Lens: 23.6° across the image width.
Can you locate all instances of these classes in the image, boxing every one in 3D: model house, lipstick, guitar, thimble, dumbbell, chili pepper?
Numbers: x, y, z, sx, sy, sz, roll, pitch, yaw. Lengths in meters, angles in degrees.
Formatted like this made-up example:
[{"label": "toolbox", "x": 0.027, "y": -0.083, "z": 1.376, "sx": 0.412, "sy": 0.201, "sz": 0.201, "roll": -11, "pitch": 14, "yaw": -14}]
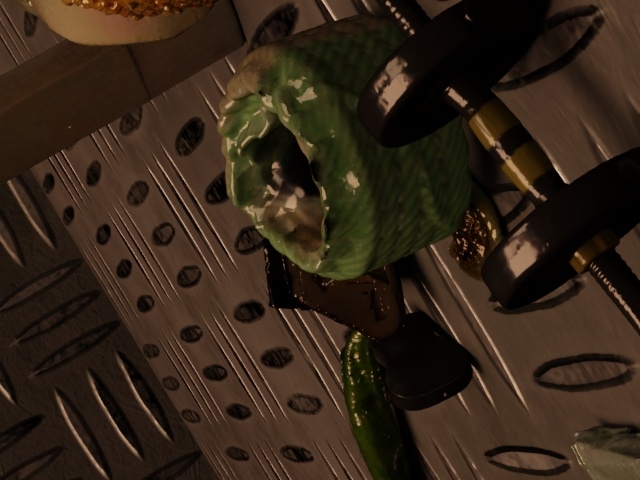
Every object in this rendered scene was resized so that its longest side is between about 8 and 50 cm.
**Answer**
[{"label": "model house", "x": 0.009, "y": -0.007, "z": 1.587, "sx": 0.164, "sy": 0.141, "sz": 0.203, "roll": -94, "pitch": -2, "yaw": -78}, {"label": "lipstick", "x": -0.257, "y": -0.156, "z": 1.589, "sx": 0.076, "sy": 0.371, "sz": 0.080, "roll": 39, "pitch": 154, "yaw": 51}, {"label": "guitar", "x": 0.077, "y": 0.091, "z": 1.613, "sx": 0.233, "sy": 0.088, "sz": 0.025, "roll": 55, "pitch": 167, "yaw": 47}, {"label": "thimble", "x": 0.015, "y": -0.075, "z": 1.286, "sx": 0.219, "sy": 0.150, "sz": 0.219, "roll": 47, "pitch": 149, "yaw": 40}, {"label": "dumbbell", "x": 0.130, "y": -0.063, "z": 1.038, "sx": 0.325, "sy": 0.143, "sz": 0.143, "roll": 54, "pitch": 163, "yaw": 15}, {"label": "chili pepper", "x": 0.075, "y": 0.224, "z": 1.857, "sx": 0.085, "sy": 0.076, "sz": 0.359, "roll": -102, "pitch": -2, "yaw": -46}]

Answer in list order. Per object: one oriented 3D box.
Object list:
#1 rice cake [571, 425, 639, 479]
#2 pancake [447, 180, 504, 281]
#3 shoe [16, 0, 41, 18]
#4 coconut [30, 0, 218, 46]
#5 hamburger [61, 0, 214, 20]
[{"label": "rice cake", "x": 0.281, "y": 0.198, "z": 1.247, "sx": 0.085, "sy": 0.040, "sz": 0.226, "roll": 61, "pitch": 164, "yaw": -6}, {"label": "pancake", "x": 0.124, "y": -0.021, "z": 1.347, "sx": 0.129, "sy": 0.022, "sz": 0.116, "roll": 57, "pitch": 163, "yaw": -1}, {"label": "shoe", "x": -0.335, "y": -0.325, "z": 1.681, "sx": 0.293, "sy": 0.109, "sz": 0.149, "roll": 41, "pitch": 157, "yaw": 4}, {"label": "coconut", "x": -0.187, "y": -0.298, "z": 1.410, "sx": 0.241, "sy": 0.241, "sz": 0.241, "roll": 51, "pitch": 162, "yaw": 23}, {"label": "hamburger", "x": -0.068, "y": -0.250, "z": 1.039, "sx": 0.170, "sy": 0.302, "sz": 0.302, "roll": 67, "pitch": 163, "yaw": -3}]
